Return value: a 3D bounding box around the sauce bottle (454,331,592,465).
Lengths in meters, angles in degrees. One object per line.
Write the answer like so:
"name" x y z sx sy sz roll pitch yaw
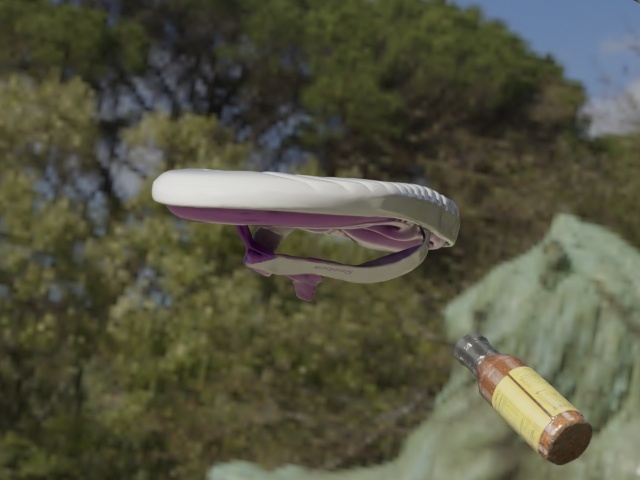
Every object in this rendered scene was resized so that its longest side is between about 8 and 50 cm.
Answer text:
"sauce bottle" 0.139 0.107 1.177 0.042 0.042 0.128 12 23 -36

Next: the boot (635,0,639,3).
"boot" 0.362 -0.179 1.276 0.367 0.146 0.445 38 1 -11

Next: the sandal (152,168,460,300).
"sandal" 0.013 0.000 1.402 0.169 0.102 0.416 2 -2 29
